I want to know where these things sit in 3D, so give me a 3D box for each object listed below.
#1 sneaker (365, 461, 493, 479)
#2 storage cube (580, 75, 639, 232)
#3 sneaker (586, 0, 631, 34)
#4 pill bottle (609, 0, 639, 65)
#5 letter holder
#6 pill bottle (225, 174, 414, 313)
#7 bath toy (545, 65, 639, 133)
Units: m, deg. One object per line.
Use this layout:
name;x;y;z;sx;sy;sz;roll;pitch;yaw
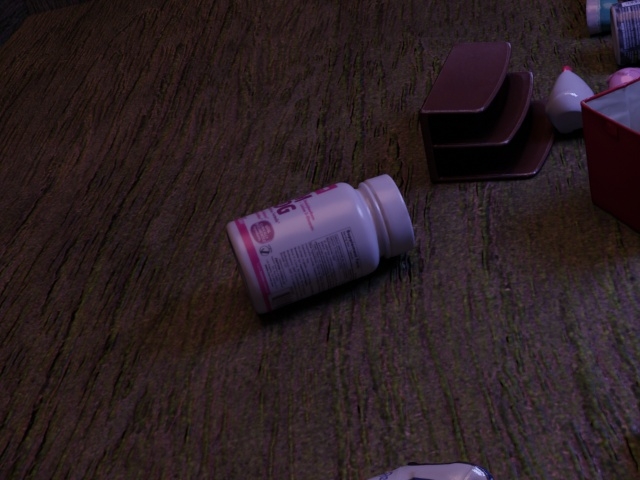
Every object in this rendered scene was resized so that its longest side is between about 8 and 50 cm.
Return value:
sneaker;0.132;0.331;1.073;0.182;0.128;0.315;-25;30;-10
storage cube;0.545;-0.138;1.570;0.183;0.193;0.215;-23;32;-12
sneaker;0.688;-0.572;2.297;0.121;0.108;0.302;-1;42;23
pill bottle;0.725;-0.441;2.034;0.245;0.130;0.130;-7;32;14
letter holder;0.335;-0.253;1.899;0.214;0.152;0.302;0;34;22
pill bottle;0.000;0.000;1.637;0.283;0.160;0.160;-20;31;-7
bath toy;0.591;-0.288;1.843;0.348;0.151;0.129;-9;62;18
